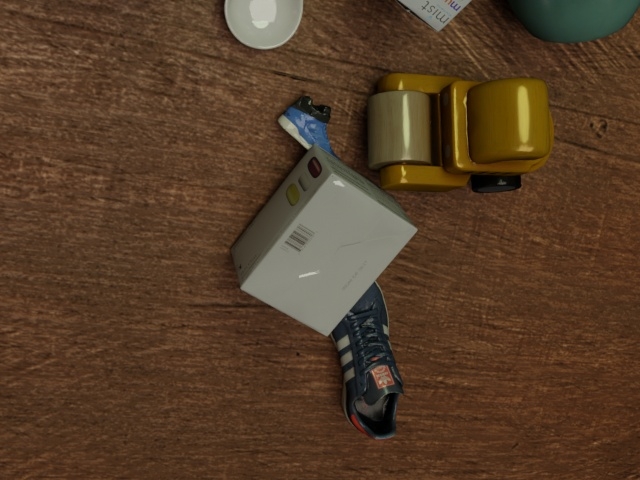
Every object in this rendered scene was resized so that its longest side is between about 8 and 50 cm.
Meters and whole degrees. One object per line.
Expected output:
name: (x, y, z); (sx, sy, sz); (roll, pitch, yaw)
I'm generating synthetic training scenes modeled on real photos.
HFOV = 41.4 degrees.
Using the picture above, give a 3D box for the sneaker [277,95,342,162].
sneaker: (0.003, -0.199, 1.542); (0.152, 0.058, 0.084); (41, 98, -18)

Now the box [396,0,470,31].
box: (0.220, -0.510, 1.374); (0.127, 0.262, 0.231); (31, 128, -26)

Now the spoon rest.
spoon rest: (-0.087, -0.461, 1.419); (0.137, 0.084, 0.276); (3, 104, -20)

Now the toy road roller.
toy road roller: (0.264, -0.202, 1.512); (0.330, 0.240, 0.202); (0, 84, -17)

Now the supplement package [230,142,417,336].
supplement package: (0.000, 0.000, 1.523); (0.204, 0.145, 0.262); (32, 106, -26)

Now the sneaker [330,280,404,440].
sneaker: (0.101, 0.231, 1.656); (0.131, 0.148, 0.350); (-15, 110, -15)

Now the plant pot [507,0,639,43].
plant pot: (0.454, -0.494, 1.500); (0.293, 0.293, 0.235); (-24, 125, -12)
